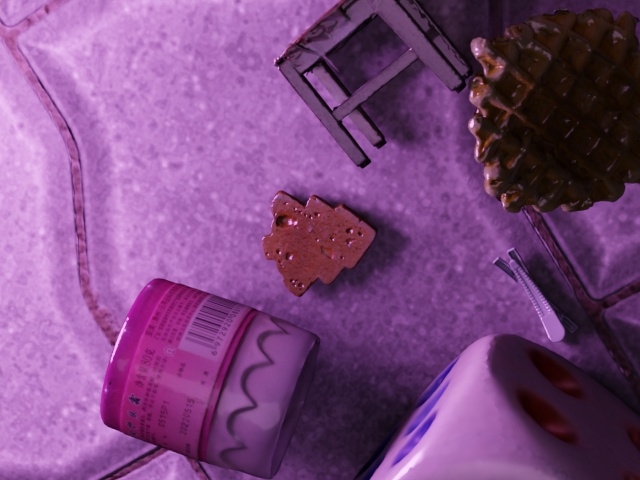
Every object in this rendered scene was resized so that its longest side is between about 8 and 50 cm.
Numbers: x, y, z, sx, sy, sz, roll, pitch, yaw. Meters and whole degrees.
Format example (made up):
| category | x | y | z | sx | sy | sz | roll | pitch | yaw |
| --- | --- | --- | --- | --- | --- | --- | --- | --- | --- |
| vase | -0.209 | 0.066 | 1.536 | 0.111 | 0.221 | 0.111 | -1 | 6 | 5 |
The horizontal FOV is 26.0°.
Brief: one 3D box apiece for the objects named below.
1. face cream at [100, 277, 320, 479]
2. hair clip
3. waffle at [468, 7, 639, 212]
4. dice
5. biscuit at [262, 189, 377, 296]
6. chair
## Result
| category | x | y | z | sx | sy | sz | roll | pitch | yaw |
| --- | --- | --- | --- | --- | --- | --- | --- | --- | --- |
| face cream | -0.116 | 0.149 | 1.494 | 0.194 | 0.175 | 0.175 | 19 | 107 | 8 |
| hair clip | 0.228 | 0.060 | 1.473 | 0.030 | 0.039 | 0.115 | -38 | 92 | 13 |
| waffle | 0.241 | -0.125 | 1.372 | 0.214 | 0.054 | 0.208 | -15 | 113 | -18 |
| dice | 0.193 | 0.304 | 1.423 | 0.304 | 0.277 | 0.304 | 39 | 111 | 1 |
| biscuit | 0.000 | 0.000 | 1.512 | 0.129 | 0.019 | 0.120 | -5 | 103 | 13 |
| chair | 0.017 | -0.225 | 1.389 | 0.147 | 0.136 | 0.270 | -37 | 96 | 17 |
